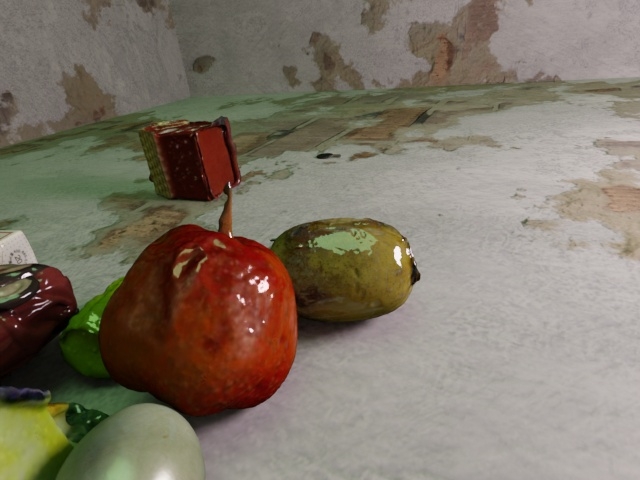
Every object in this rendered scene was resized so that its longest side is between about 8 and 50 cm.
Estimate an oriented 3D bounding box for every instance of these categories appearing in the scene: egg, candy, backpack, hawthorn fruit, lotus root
[{"bbox_3d":[-0.151,0.201,0.338,0.114,0.114,0.152,-8,25,-2],"label":"egg"},{"bbox_3d":[-0.271,0.097,0.593,0.097,0.096,0.209,-4,26,5],"label":"candy"},{"bbox_3d":[-0.424,0.121,0.517,0.229,0.138,0.229,-20,25,10],"label":"backpack"},{"bbox_3d":[-0.118,0.055,0.473,0.208,0.243,0.207,12,-2,1],"label":"hawthorn fruit"},{"bbox_3d":[-0.002,0.043,0.592,0.278,0.154,0.154,-1,27,10],"label":"lotus root"}]

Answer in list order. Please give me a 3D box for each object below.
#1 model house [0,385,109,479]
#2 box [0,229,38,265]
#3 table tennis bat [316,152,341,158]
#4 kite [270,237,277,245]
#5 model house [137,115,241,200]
[{"bbox_3d":[-0.311,0.167,0.340,0.194,0.211,0.170,-4,29,9],"label":"model house"},{"bbox_3d":[-0.696,0.091,0.704,0.210,0.095,0.330,1,29,13],"label":"box"},{"bbox_3d":[0.026,-0.273,1.351,0.083,0.007,0.050,6,29,26],"label":"table tennis bat"},{"bbox_3d":[0.000,-0.002,0.741,0.250,0.012,0.229,-6,-4,45],"label":"kite"},{"bbox_3d":[-0.374,-0.222,1.139,0.254,0.195,0.160,2,30,18],"label":"model house"}]
